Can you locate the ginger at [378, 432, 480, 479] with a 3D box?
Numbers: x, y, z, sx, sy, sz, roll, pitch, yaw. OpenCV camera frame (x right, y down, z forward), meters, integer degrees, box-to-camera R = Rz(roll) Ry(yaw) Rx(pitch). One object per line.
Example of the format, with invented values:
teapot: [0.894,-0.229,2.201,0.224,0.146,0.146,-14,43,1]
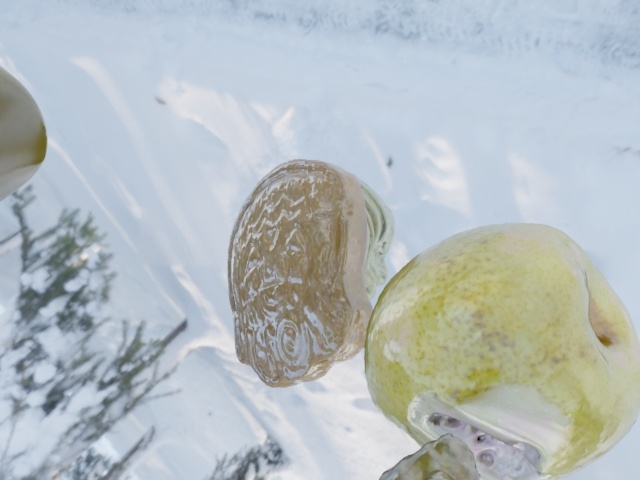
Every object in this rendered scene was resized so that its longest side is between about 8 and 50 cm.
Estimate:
ginger: [0.027,0.273,0.424,0.080,0.333,0.166,22,-177,16]

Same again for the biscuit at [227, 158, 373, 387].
biscuit: [-0.059,0.050,1.049,0.385,0.062,0.365,-27,62,52]

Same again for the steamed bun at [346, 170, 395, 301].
steamed bun: [0.002,0.003,1.256,0.276,0.289,0.203,50,-177,24]

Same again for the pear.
pear: [0.173,0.114,0.648,0.271,0.271,0.271,30,147,22]

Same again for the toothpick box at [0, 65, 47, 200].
toothpick box: [-0.470,-0.144,0.463,0.425,0.409,0.409,39,150,1]
